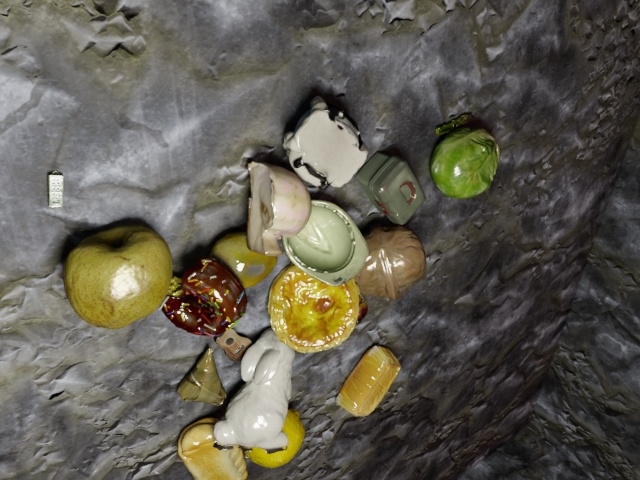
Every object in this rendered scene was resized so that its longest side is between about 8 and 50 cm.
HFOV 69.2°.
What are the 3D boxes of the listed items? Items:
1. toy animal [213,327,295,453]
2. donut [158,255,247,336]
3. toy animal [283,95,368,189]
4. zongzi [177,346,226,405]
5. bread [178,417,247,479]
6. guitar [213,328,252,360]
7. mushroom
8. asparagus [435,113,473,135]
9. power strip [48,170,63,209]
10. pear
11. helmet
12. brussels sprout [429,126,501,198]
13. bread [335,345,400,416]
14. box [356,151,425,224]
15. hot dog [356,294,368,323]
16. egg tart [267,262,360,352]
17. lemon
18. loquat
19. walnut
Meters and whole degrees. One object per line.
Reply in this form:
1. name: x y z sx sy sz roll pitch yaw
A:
1. toy animal: -0.178 0.445 1.414 0.258 0.194 0.357 13 84 -51
2. donut: -0.299 0.153 1.156 0.230 0.096 0.216 -14 120 20
3. toy animal: 0.000 -0.249 1.194 0.208 0.156 0.204 36 93 -36
4. zongzi: -0.321 0.406 1.388 0.160 0.078 0.176 32 90 -49
5. bread: -0.344 0.685 1.490 0.173 0.121 0.311 -14 123 -6
6. guitar: -0.300 0.259 1.340 0.084 0.038 0.271 -47 129 -11
7. mushroom: -0.077 -0.081 1.147 0.173 0.162 0.236 2 84 -29
8. asparagus: 0.444 -0.386 1.533 0.165 0.030 0.036 -29 119 -21
9. power strip: -0.546 -0.101 0.957 0.027 0.017 0.083 -3 115 -34
10. pear: -0.438 0.085 1.028 0.228 0.188 0.211 -18 122 -31
11. helmet: 0.002 0.003 1.335 0.204 0.137 0.257 -44 96 -5
12. brussels sprout: 0.471 -0.252 1.521 0.244 0.244 0.244 -18 125 -28
13. bread: 0.192 0.554 1.831 0.152 0.119 0.288 25 100 -46
14. box: 0.218 -0.161 1.425 0.148 0.129 0.210 -48 134 -6
15. hot dog: 0.049 0.267 1.571 0.270 0.082 0.162 -32 142 -17
16. egg tart: -0.020 0.196 1.417 0.295 0.295 0.116 -45 173 -7
17. lemon: -0.159 0.665 1.580 0.231 0.192 0.192 -34 131 -27
18. loquat: -0.199 0.052 1.226 0.195 0.152 0.152 -7 120 -45
19. walnut: 0.208 0.067 1.481 0.273 0.273 0.227 44 57 -44
